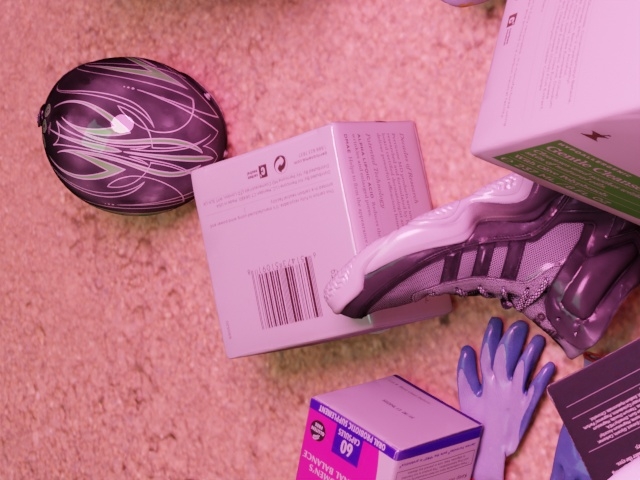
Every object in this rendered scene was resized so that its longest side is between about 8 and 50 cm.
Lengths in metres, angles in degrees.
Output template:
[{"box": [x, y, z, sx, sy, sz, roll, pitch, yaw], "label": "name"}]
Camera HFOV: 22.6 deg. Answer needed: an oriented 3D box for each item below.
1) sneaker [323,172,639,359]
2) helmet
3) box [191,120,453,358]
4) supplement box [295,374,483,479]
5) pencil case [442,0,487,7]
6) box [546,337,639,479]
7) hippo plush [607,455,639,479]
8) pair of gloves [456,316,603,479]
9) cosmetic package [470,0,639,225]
[{"box": [0.145, 0.036, 1.271, 0.268, 0.101, 0.153, -25, 85, 4], "label": "sneaker"}, {"box": [-0.181, -0.101, 1.554, 0.161, 0.169, 0.169, 31, 114, 52], "label": "helmet"}, {"box": [0.000, 0.000, 1.428, 0.181, 0.119, 0.182, -16, 84, 40], "label": "box"}, {"box": [0.047, 0.247, 1.405, 0.111, 0.114, 0.220, 27, 116, 41], "label": "supplement box"}, {"box": [0.194, -0.265, 1.234, 0.273, 0.124, 0.113, -13, 56, 42], "label": "pencil case"}, {"box": [0.303, 0.118, 1.025, 0.261, 0.103, 0.184, -34, 72, 37], "label": "box"}, {"box": [0.257, 0.173, 0.853, 0.234, 0.236, 0.294, 5, 100, 39], "label": "hippo plush"}, {"box": [0.193, 0.158, 1.345, 0.198, 0.023, 0.159, 19, 108, 38], "label": "pair of gloves"}, {"box": [0.282, -0.118, 1.031, 0.365, 0.197, 0.155, -12, 60, 64], "label": "cosmetic package"}]
